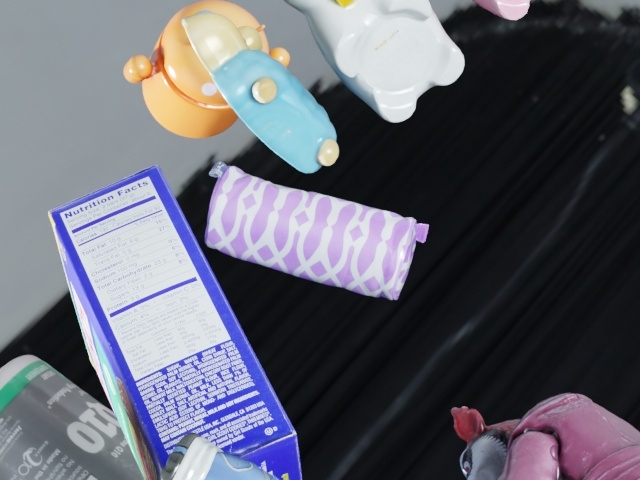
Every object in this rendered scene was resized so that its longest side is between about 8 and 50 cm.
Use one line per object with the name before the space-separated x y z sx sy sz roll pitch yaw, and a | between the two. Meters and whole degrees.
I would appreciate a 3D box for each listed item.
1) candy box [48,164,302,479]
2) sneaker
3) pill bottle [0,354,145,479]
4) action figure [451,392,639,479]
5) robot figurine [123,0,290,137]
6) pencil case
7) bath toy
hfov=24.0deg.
candy box | -0.127 0.138 1.373 0.268 0.122 0.317 85 160 -53
sneaker | -0.052 0.211 1.055 0.081 0.080 0.211 17 156 21
pill bottle | -0.268 0.317 1.799 0.361 0.204 0.204 35 156 6
action figure | 0.218 0.188 1.022 0.370 0.248 0.276 33 115 42
robot figurine | -0.133 -0.194 1.715 0.158 0.128 0.219 32 157 -7
pencil case | -0.009 -0.008 1.411 0.206 0.088 0.086 18 125 7
bath toy | 0.079 -0.199 0.952 0.151 0.348 0.129 53 -176 -29
